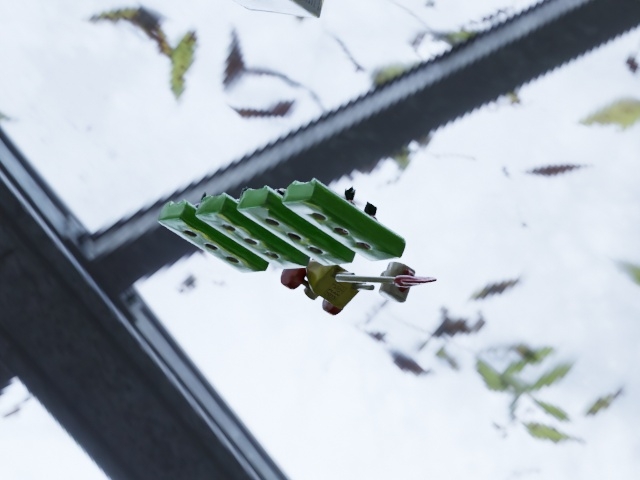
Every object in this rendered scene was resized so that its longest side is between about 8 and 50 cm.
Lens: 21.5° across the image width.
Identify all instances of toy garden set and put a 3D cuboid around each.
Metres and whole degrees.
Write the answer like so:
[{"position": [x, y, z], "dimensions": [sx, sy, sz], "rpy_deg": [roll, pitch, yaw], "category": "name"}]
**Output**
[{"position": [0.000, 0.000, 1.538], "dimensions": [0.204, 0.244, 0.049], "rpy_deg": [33, -112, -31], "category": "toy garden set"}]

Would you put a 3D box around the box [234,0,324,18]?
[{"position": [-0.044, -0.258, 1.349], "dimensions": [0.137, 0.072, 0.126], "rpy_deg": [23, -100, -62], "category": "box"}]
